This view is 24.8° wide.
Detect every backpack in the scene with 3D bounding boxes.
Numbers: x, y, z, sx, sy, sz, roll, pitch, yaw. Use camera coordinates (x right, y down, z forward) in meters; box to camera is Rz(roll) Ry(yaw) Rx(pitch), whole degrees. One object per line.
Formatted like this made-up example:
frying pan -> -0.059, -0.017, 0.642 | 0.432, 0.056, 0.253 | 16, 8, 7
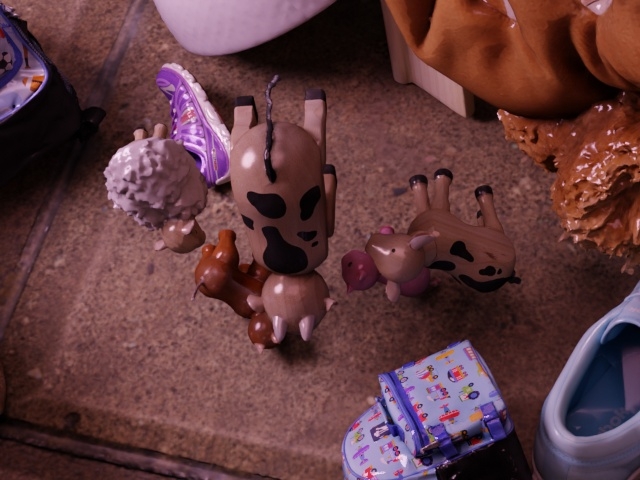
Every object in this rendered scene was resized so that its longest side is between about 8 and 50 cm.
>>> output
backpack -> -0.428, -0.173, 1.615 | 0.276, 0.213, 0.263 | -34, 50, -10
backpack -> 0.094, 0.191, 1.359 | 0.173, 0.117, 0.158 | -22, 29, 3

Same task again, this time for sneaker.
sneaker -> -0.147, -0.130, 1.628 | 0.071, 0.068, 0.170 | -30, 61, -4
sneaker -> 0.331, 0.095, 1.384 | 0.135, 0.150, 0.366 | 28, 66, 21

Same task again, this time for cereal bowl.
cereal bowl -> -0.061, -0.370, 1.628 | 0.339, 0.141, 0.339 | -26, 34, 20

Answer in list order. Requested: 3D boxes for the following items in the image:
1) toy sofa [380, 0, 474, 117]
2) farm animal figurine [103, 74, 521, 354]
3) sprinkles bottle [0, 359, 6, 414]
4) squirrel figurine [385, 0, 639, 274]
toy sofa -> 0.217, -0.326, 1.653 | 0.362, 0.150, 0.177 | -41, 58, -17
farm animal figurine -> 0.000, 0.000, 1.391 | 0.330, 0.327, 0.172 | -16, 44, 18
sprinkles bottle -> -0.502, 0.167, 1.458 | 0.355, 0.121, 0.121 | -15, 58, -3
squirrel figurine -> 0.297, -0.178, 1.389 | 0.281, 0.397, 0.370 | -35, 35, -21
